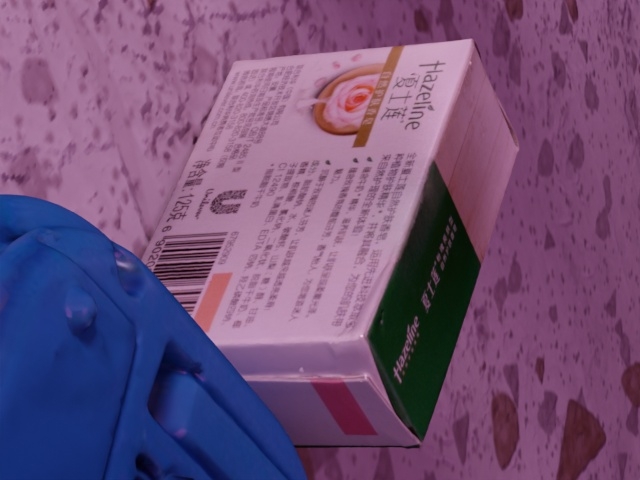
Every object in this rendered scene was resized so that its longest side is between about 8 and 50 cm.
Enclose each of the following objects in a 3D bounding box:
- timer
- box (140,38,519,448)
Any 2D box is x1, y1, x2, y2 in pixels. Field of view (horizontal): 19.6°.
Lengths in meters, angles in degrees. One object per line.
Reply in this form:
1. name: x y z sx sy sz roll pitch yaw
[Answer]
1. timer: -0.106 0.170 0.669 0.309 0.115 0.340 56 40 -48
2. box: 0.000 0.000 0.865 0.081 0.135 0.199 61 38 -40
